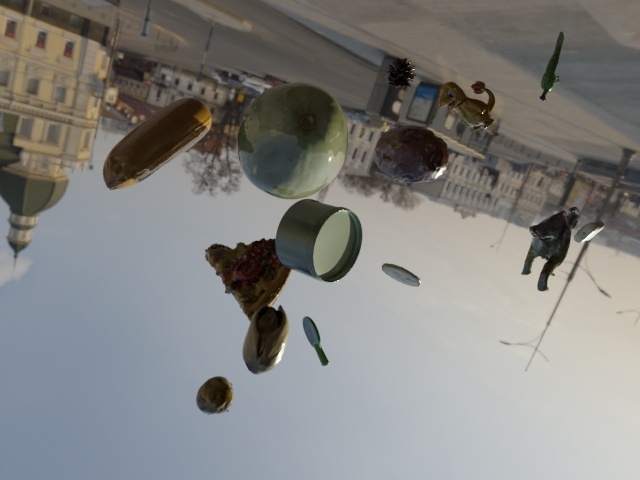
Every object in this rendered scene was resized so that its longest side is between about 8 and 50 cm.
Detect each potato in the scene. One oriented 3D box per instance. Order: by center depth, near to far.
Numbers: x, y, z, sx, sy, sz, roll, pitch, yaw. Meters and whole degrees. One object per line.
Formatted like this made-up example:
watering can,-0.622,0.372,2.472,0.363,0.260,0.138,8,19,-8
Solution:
potato,-0.369,0.548,1.571,0.137,0.137,0.176,15,151,-18

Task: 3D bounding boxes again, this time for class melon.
melon,-0.062,-0.224,1.018,0.272,0.271,0.308,12,151,-29

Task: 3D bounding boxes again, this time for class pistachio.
pistachio,-0.177,0.322,1.469,0.138,0.237,0.153,15,160,-6

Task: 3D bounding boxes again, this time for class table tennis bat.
table tennis bat,-0.026,0.488,2.165,0.039,0.160,0.256,-20,-105,-25

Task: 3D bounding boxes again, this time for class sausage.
sausage,-0.402,-0.243,1.104,0.134,0.115,0.353,11,-138,18

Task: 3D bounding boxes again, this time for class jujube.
jujube,0.415,-0.400,2.070,0.277,0.276,0.377,14,-175,-22

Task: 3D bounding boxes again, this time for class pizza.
pizza,-0.325,0.106,1.865,0.407,0.130,0.439,16,-128,12

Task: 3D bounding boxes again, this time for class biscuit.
biscuit,0.282,0.122,1.567,0.152,0.020,0.152,26,164,8

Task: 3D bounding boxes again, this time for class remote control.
remote control,0.795,-0.027,1.323,0.122,0.074,0.032,-8,-127,-48

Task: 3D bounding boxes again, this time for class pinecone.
pinecone,0.348,-0.727,1.940,0.141,0.120,0.140,3,-146,-2

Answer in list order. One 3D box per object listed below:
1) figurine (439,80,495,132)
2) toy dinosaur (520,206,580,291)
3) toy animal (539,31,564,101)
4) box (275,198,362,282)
figurine,0.423,-0.402,1.273,0.176,0.122,0.121,29,-178,-14
toy dinosaur,0.506,0.007,0.984,0.077,0.162,0.294,19,-160,29
toy animal,0.757,-0.554,1.450,0.041,0.216,0.075,22,-170,42
box,0.000,0.000,1.324,0.150,0.225,0.226,19,-171,39
